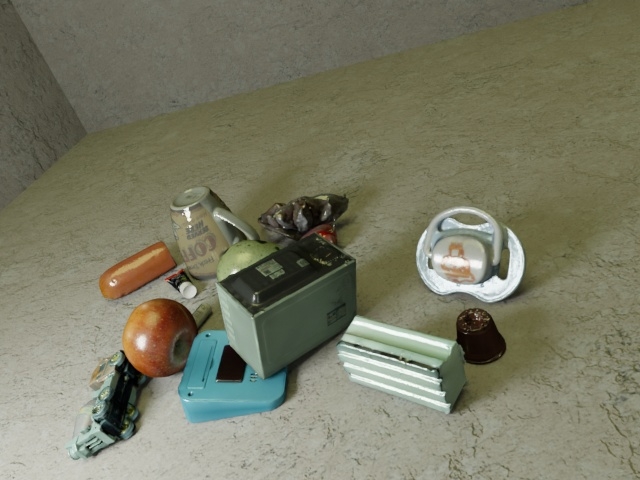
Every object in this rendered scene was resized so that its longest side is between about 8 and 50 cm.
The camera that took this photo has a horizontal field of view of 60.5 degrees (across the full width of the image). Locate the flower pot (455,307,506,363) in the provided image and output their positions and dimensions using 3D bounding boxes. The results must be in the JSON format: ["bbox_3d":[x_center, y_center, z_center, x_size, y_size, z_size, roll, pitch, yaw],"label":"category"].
[{"bbox_3d":[0.338,0.198,1.188,0.111,0.089,0.111,-15,32,10],"label":"flower pot"}]

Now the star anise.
[{"bbox_3d":[-0.060,-0.075,1.796,0.316,0.139,0.359,-7,7,1],"label":"star anise"}]

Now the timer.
[{"bbox_3d":[-0.199,0.326,1.338,0.250,0.091,0.232,-3,33,5],"label":"timer"}]

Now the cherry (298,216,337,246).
[{"bbox_3d":[0.003,0.000,1.678,0.126,0.087,0.106,-18,28,41],"label":"cherry"}]

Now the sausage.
[{"bbox_3d":[-0.620,0.105,1.849,0.259,0.113,0.113,-32,34,-19],"label":"sausage"}]

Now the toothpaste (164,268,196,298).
[{"bbox_3d":[-0.451,0.136,1.771,0.071,0.045,0.193,-31,28,-17],"label":"toothpaste"}]

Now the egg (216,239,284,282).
[{"bbox_3d":[-0.184,0.083,1.574,0.228,0.177,0.177,-12,31,-6],"label":"egg"}]

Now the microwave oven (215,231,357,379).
[{"bbox_3d":[-0.077,0.145,1.326,0.295,0.237,0.181,-27,42,-28],"label":"microwave oven"}]

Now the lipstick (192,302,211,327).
[{"bbox_3d":[-0.363,0.236,1.569,0.040,0.040,0.141,2,39,31],"label":"lipstick"}]

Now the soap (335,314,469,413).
[{"bbox_3d":[0.168,0.253,1.144,0.261,0.150,0.094,9,46,37],"label":"soap"}]

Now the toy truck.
[{"bbox_3d":[-0.532,0.405,1.355,0.140,0.108,0.256,-28,33,14],"label":"toy truck"}]

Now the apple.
[{"bbox_3d":[-0.418,0.248,1.421,0.162,0.201,0.201,13,44,24],"label":"apple"}]

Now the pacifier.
[{"bbox_3d":[0.385,0.032,1.370,0.279,0.227,0.207,8,2,37],"label":"pacifier"}]

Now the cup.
[{"bbox_3d":[-0.341,-0.033,1.765,0.301,0.257,0.227,2,40,28],"label":"cup"}]
